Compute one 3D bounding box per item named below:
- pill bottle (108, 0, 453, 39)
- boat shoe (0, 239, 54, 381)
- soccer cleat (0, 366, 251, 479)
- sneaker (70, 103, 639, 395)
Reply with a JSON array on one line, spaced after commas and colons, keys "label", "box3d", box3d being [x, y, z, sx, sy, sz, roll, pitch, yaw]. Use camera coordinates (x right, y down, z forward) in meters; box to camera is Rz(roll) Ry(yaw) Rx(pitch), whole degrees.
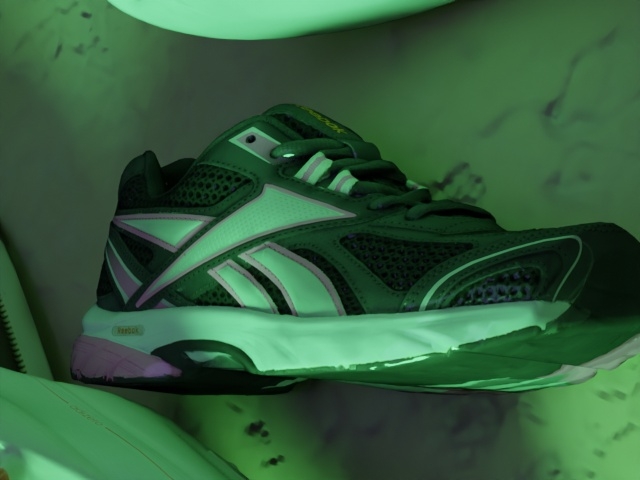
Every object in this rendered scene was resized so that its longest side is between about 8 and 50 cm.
[{"label": "pill bottle", "box3d": [-0.014, -0.175, 0.466, 0.124, 0.124, 0.221, -19, 72, 35]}, {"label": "boat shoe", "box3d": [-0.145, 0.065, 0.557, 0.116, 0.097, 0.324, -50, 57, 24]}, {"label": "soccer cleat", "box3d": [-0.030, 0.084, 0.466, 0.196, 0.076, 0.068, 28, 111, 6]}, {"label": "sneaker", "box3d": [0.000, 0.000, 0.467, 0.178, 0.072, 0.077, -4, 81, 37]}]
